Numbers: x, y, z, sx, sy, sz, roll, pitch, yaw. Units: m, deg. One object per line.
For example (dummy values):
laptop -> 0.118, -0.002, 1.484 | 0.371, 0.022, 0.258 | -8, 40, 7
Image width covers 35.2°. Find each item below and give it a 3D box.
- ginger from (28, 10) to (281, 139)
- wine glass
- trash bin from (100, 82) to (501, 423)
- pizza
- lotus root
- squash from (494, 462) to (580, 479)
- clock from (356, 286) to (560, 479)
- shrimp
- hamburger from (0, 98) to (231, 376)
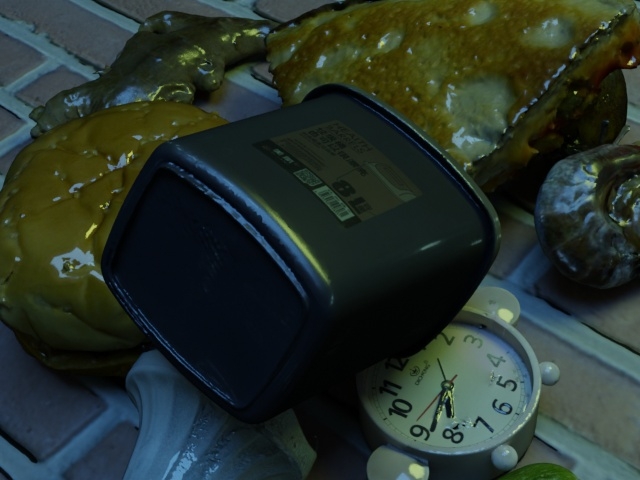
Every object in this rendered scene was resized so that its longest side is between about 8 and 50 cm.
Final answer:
ginger -> -0.194, -0.203, 1.203 | 0.166, 0.080, 0.333 | 37, 62, 22
wine glass -> -0.114, 0.197, 0.746 | 0.165, 0.165, 0.196 | 19, 58, 24
trash bin -> 0.000, 0.000, 0.761 | 0.209, 0.182, 0.290 | 44, 32, 16
pizza -> 0.084, -0.083, 1.005 | 0.440, 0.130, 0.406 | 3, 65, 37
lotus root -> 0.265, -0.153, 1.064 | 0.120, 0.120, 0.209 | 1, 48, 8
squash -> 0.098, 0.230, 0.741 | 0.229, 0.066, 0.066 | -25, 47, -15
clock -> 0.108, 0.130, 0.843 | 0.155, 0.063, 0.229 | 20, 53, 22
shrimp -> 0.335, -0.068, 0.975 | 0.343, 0.116, 0.145 | -27, 76, -27
hamburger -> -0.164, -0.010, 0.952 | 0.318, 0.158, 0.319 | -2, 45, 2
